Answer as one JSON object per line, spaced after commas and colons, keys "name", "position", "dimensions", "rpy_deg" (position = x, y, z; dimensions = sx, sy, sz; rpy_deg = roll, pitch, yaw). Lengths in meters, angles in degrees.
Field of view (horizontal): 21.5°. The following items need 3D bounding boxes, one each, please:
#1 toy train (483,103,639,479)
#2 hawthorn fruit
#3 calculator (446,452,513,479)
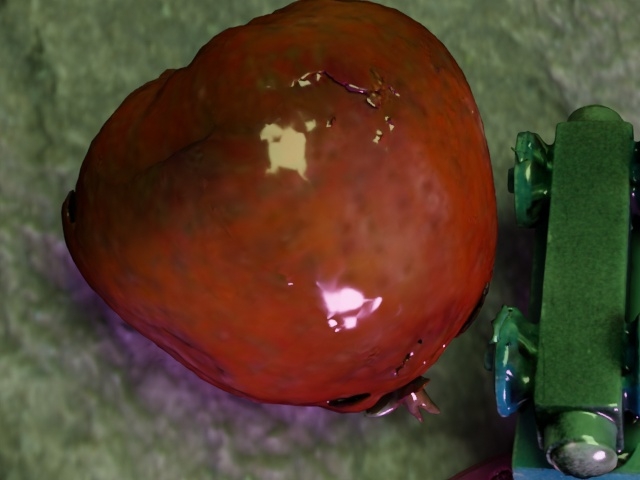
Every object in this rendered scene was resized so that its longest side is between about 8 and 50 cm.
{"name": "toy train", "position": [0.186, 0.055, 1.156], "dimensions": [0.120, 0.194, 0.298], "rpy_deg": [1, 50, 14]}
{"name": "hawthorn fruit", "position": [0.000, 0.000, 1.089], "dimensions": [0.276, 0.276, 0.307], "rpy_deg": [-45, 109, -29]}
{"name": "calculator", "position": [0.135, 0.247, 1.150], "dimensions": [0.127, 0.034, 0.190], "rpy_deg": [-27, 74, -27]}
